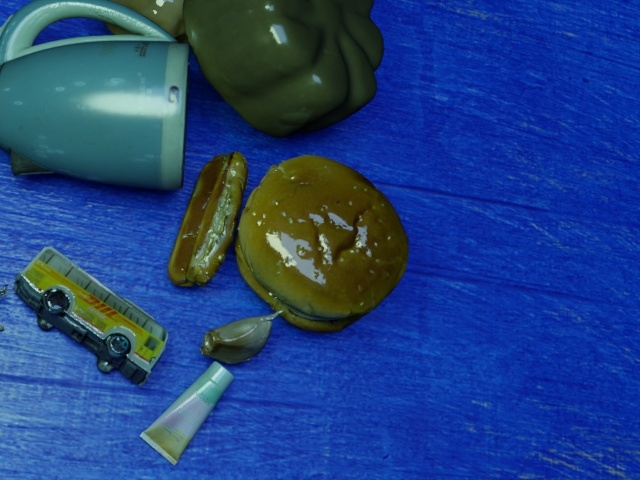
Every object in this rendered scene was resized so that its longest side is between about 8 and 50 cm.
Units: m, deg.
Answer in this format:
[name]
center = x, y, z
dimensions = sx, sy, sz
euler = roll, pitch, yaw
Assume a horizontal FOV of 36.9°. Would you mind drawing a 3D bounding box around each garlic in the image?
[garlic]
center = -0.133, 0.172, 1.638
dimensions = 0.152, 0.084, 0.066
euler = -13, 70, -18

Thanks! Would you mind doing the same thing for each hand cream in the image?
[hand cream]
center = -0.215, 0.283, 1.604
dimensions = 0.076, 0.047, 0.174
euler = 42, 74, -3

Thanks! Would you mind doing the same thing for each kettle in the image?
[kettle]
center = -0.393, -0.254, 1.612
dimensions = 0.342, 0.247, 0.319
euler = 4, 80, -7

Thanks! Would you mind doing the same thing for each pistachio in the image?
[pistachio]
center = -0.314, -0.462, 1.752
dimensions = 0.212, 0.163, 0.260
euler = -19, 64, -28

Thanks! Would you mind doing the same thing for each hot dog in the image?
[hot dog]
center = -0.189, -0.041, 1.680
dimensions = 0.072, 0.115, 0.269
euler = 31, 66, -31

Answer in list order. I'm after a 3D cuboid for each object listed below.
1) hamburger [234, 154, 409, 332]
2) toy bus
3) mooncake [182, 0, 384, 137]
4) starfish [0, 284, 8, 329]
[hamburger]
center = 0.000, 0.000, 1.697
dimensions = 0.314, 0.170, 0.290
euler = 42, 59, 0
[toy bus]
center = -0.374, 0.125, 1.578
dimensions = 0.268, 0.092, 0.106
euler = 36, 56, -3
[mooncake]
center = -0.045, -0.379, 1.712
dimensions = 0.378, 0.200, 0.378
euler = 23, 58, -42
[starfish]
center = -0.569, 0.096, 1.540
dimensions = 0.133, 0.041, 0.130
euler = -26, 107, -30
